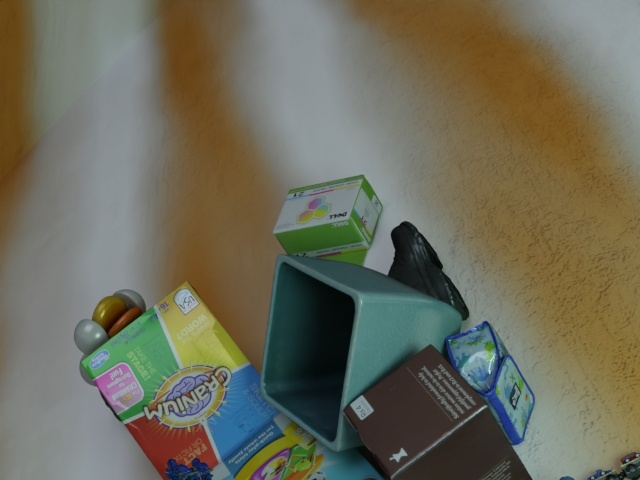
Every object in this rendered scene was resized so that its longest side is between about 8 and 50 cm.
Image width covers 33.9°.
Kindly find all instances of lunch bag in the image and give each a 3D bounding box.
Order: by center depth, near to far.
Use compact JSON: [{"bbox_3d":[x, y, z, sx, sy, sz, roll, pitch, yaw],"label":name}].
[{"bbox_3d":[0.262,0.220,1.598,0.096,0.129,0.151,-25,34,12],"label":"lunch bag"}]

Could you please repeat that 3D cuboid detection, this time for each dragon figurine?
[{"bbox_3d":[-0.184,0.456,1.567,0.085,0.144,0.289,4,33,-26],"label":"dragon figurine"}]

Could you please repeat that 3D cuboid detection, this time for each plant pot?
[{"bbox_3d":[0.080,0.166,1.680,0.252,0.247,0.247,0,14,-33],"label":"plant pot"}]

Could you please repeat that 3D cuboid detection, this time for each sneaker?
[{"bbox_3d":[0.162,0.069,1.895,0.130,0.109,0.286,-35,32,9],"label":"sneaker"}]

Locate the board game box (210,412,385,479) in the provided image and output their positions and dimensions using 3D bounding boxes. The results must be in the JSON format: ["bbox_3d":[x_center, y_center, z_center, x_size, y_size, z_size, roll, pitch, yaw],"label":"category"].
[{"bbox_3d":[-0.036,0.411,1.631,0.253,0.079,0.336,-39,30,-8],"label":"board game box"}]

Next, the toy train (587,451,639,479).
[{"bbox_3d":[0.432,0.308,1.442,0.158,0.027,0.036,-29,31,6],"label":"toy train"}]

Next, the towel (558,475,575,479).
[{"bbox_3d":[0.336,0.378,1.396,0.029,0.067,0.119,-16,38,21],"label":"towel"}]

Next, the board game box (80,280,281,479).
[{"bbox_3d":[-0.232,0.266,1.842,0.242,0.064,0.316,-38,73,-7],"label":"board game box"}]

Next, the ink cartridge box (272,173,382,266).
[{"bbox_3d":[0.000,0.000,2.113,0.188,0.097,0.255,-11,39,30],"label":"ink cartridge box"}]

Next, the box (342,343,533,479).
[{"bbox_3d":[0.171,0.299,1.509,0.167,0.203,0.168,-36,35,-3],"label":"box"}]

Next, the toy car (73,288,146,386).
[{"bbox_3d":[-0.368,0.194,1.982,0.136,0.182,0.159,20,41,23],"label":"toy car"}]

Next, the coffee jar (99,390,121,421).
[{"bbox_3d":[-0.341,0.271,2.071,0.184,0.079,0.096,-38,35,-8],"label":"coffee jar"}]
